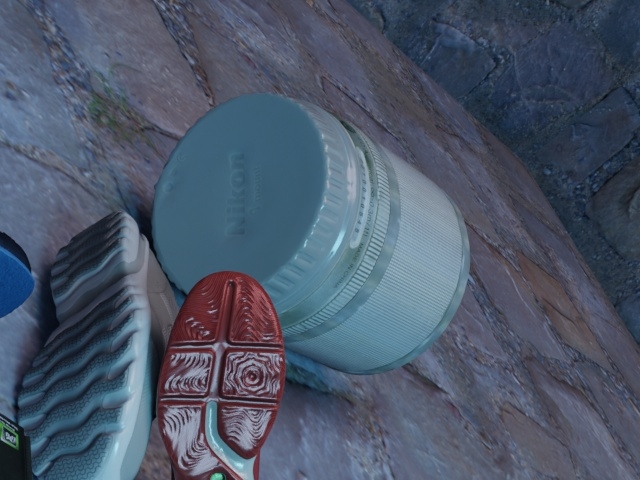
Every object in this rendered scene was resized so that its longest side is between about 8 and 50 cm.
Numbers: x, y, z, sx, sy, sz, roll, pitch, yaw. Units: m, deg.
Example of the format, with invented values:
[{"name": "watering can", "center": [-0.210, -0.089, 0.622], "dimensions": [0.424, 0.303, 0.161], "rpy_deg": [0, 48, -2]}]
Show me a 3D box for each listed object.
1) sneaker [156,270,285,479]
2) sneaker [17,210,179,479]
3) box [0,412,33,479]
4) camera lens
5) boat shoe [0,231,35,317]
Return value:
[{"name": "sneaker", "center": [-0.080, 0.133, 0.854], "dimensions": [0.087, 0.221, 0.128], "rpy_deg": [7, -5, -16]}, {"name": "sneaker", "center": [-0.132, 0.088, 0.892], "dimensions": [0.115, 0.105, 0.281], "rpy_deg": [50, 19, -28]}, {"name": "box", "center": [-0.230, 0.114, 0.642], "dimensions": [0.190, 0.045, 0.184], "rpy_deg": [41, 7, -27]}, {"name": "camera lens", "center": [0.000, 0.000, 1.204], "dimensions": [0.274, 0.219, 0.219], "rpy_deg": [29, 28, -52]}, {"name": "boat shoe", "center": [-0.276, -0.019, 0.742], "dimensions": [0.258, 0.109, 0.089], "rpy_deg": [31, 23, -54]}]
